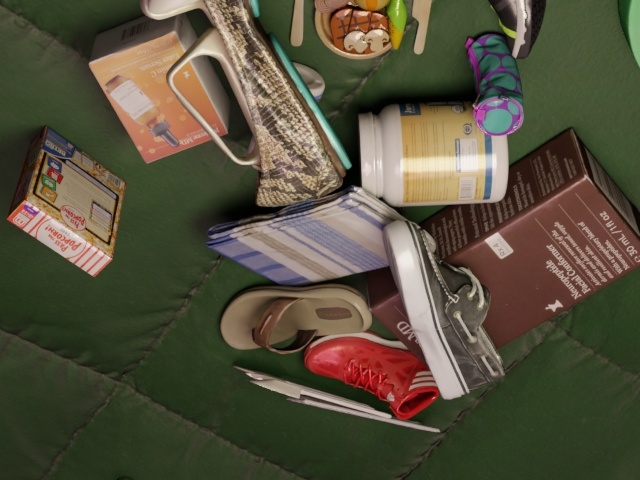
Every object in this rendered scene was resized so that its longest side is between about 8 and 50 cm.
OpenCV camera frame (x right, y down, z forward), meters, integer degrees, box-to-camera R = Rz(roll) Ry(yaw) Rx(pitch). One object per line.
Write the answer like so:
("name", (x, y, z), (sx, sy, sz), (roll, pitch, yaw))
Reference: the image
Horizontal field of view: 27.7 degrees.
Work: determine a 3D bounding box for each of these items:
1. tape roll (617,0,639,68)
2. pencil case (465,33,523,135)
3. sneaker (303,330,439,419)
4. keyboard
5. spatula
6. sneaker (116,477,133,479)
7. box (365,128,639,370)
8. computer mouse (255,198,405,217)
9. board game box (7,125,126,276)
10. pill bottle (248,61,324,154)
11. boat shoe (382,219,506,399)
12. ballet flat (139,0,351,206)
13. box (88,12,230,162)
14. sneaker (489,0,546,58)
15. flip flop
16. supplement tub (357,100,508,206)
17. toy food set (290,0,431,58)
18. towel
("tape roll", (0.559, -0.323, 1.713), (0.321, 0.077, 0.321), (-1, 126, -1))
("pencil case", (0.232, -0.211, 1.737), (0.070, 0.152, 0.064), (14, 132, -13))
("sneaker", (0.085, 0.214, 2.051), (0.221, 0.128, 0.087), (0, 125, -3))
("keyboard", (0.072, 0.285, 2.120), (0.256, 0.072, 0.014), (15, 86, -24))
("spatula", (-0.014, 0.246, 2.065), (0.242, 0.168, 0.019), (19, 85, -15))
("sneaker", (-0.332, 0.481, 2.257), (0.051, 0.089, 0.170), (-15, 124, 9))
("box", (0.271, 0.026, 1.919), (0.381, 0.143, 0.191), (-33, 120, 22))
("computer mouse", (0.007, -0.024, 1.934), (0.242, 0.041, 0.071), (-11, 124, 5))
("board game box", (-0.349, -0.057, 1.807), (0.146, 0.193, 0.045), (37, 117, -24))
("pill bottle", (-0.050, -0.172, 1.803), (0.078, 0.078, 0.137), (15, 124, -12))
("boat shoe", (0.179, 0.085, 1.822), (0.119, 0.121, 0.335), (-21, 133, 5))
("ballet flat", (-0.120, -0.255, 1.635), (0.182, 0.164, 0.483), (-21, 109, 2))
("box", (-0.215, -0.213, 1.762), (0.130, 0.091, 0.170), (-20, 123, 12))
("sneaker", (0.237, -0.351, 1.699), (0.097, 0.084, 0.235), (7, 128, 24))
("flip flop", (-0.046, 0.130, 1.985), (0.277, 0.080, 0.112), (-7, 130, 34))
("supplement tub", (0.154, -0.120, 1.804), (0.199, 0.144, 0.144), (-2, 126, 0))
("toy food set", (0.054, -0.299, 1.739), (0.192, 0.038, 0.132), (2, 126, -3))
("towel", (0.000, 0.000, 1.871), (0.285, 0.034, 0.209), (-15, 149, 36))
